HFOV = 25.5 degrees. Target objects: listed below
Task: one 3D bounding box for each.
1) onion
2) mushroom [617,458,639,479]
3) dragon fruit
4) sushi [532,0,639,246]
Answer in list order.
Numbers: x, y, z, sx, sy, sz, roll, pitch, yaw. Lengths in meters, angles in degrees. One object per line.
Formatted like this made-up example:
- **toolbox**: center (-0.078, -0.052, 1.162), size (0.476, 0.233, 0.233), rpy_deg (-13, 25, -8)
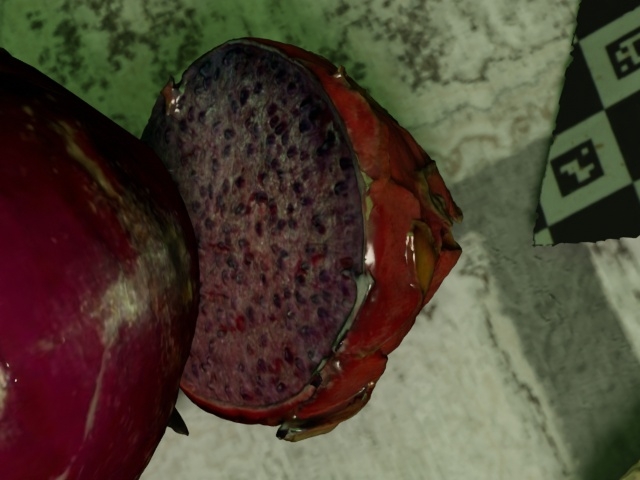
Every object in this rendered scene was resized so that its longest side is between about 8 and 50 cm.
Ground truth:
- **onion**: center (-0.195, 0.089, 0.744), size (0.347, 0.348, 0.385), rpy_deg (-35, 109, -5)
- **mushroom**: center (0.269, 0.175, 0.672), size (0.208, 0.302, 0.233), rpy_deg (-18, 77, -28)
- **dragon fruit**: center (0.002, -0.003, 0.822), size (0.218, 0.148, 0.224), rpy_deg (-6, 89, 46)
- **sushi**: center (0.288, -0.125, 0.834), size (0.294, 0.059, 0.292), rpy_deg (-2, 66, 37)
